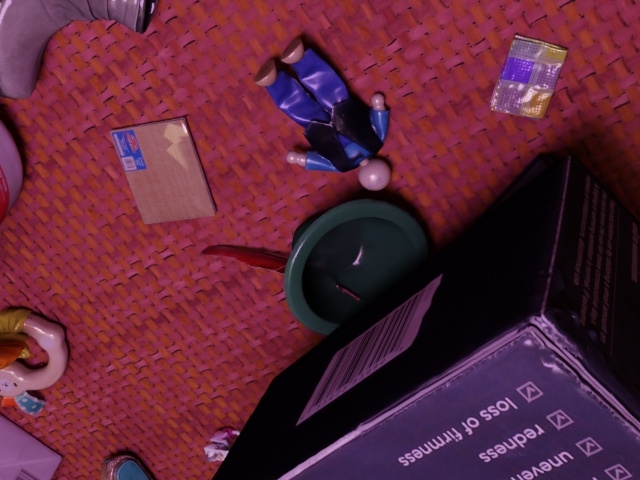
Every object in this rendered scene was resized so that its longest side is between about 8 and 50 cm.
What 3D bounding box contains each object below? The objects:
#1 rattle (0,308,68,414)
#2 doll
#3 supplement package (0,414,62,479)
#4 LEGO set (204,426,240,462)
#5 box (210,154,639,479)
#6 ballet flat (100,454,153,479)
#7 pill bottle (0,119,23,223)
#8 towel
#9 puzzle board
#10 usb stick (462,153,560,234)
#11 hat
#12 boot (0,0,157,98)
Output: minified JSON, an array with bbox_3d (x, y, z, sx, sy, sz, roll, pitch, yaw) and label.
[{"bbox_3d":[-0.428,0.204,1.141,0.130,0.143,0.200,18,119,-22],"label":"rattle"},{"bbox_3d":[0.011,-0.125,0.902,0.129,0.046,0.189,-37,115,18],"label":"doll"},{"bbox_3d":[-0.571,0.413,1.269,0.175,0.178,0.293,41,120,-15],"label":"supplement package"},{"bbox_3d":[-0.049,0.380,1.219,0.132,0.107,0.287,11,137,46],"label":"LEGO set"},{"bbox_3d":[0.204,0.268,0.797,0.472,0.297,0.480,45,125,-7],"label":"box"},{"bbox_3d":[-0.274,0.407,1.287,0.067,0.073,0.206,-1,123,43],"label":"ballet flat"},{"bbox_3d":[-0.500,0.014,0.854,0.228,0.408,0.229,8,134,9],"label":"pill bottle"},{"bbox_3d":[0.216,-0.167,0.859,0.060,0.009,0.083,16,123,2],"label":"towel"},{"bbox_3d":[-0.186,-0.081,0.989,0.096,0.011,0.128,-6,119,16],"label":"puzzle board"},{"bbox_3d":[0.194,0.015,0.955,0.077,0.045,0.278,34,122,-9],"label":"usb stick"},{"bbox_3d":[0.000,0.000,1.000,0.208,0.183,0.173,14,106,-29],"label":"hat"},{"bbox_3d":[-0.254,-0.241,0.858,0.161,0.083,0.247,17,118,-2],"label":"boot"}]
